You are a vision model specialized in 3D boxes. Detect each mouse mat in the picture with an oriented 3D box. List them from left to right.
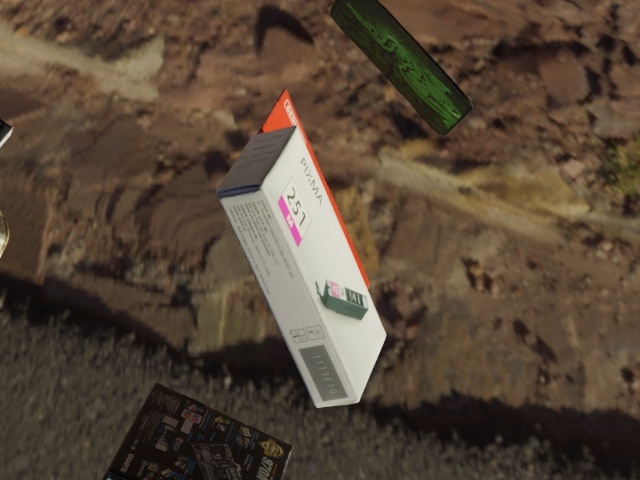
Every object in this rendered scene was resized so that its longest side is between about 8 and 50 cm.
[{"bbox_3d":[0.083,-0.193,1.641,0.007,0.152,0.189,-44,89,-12],"label":"mouse mat"}]

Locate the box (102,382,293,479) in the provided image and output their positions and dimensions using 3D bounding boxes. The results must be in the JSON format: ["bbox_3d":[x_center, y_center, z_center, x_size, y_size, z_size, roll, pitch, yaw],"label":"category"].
[{"bbox_3d":[-0.131,0.250,1.655,0.175,0.220,0.051,25,111,-2],"label":"box"}]

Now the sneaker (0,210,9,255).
[{"bbox_3d":[-0.358,-0.047,1.438,0.086,0.192,0.064,26,105,-41],"label":"sneaker"}]

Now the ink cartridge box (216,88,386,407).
[{"bbox_3d":[0.000,0.000,1.654,0.060,0.239,0.275,-11,118,25],"label":"ink cartridge box"}]

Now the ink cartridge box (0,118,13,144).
[{"bbox_3d":[-0.460,-0.080,1.794,0.097,0.046,0.207,40,75,-8],"label":"ink cartridge box"}]
